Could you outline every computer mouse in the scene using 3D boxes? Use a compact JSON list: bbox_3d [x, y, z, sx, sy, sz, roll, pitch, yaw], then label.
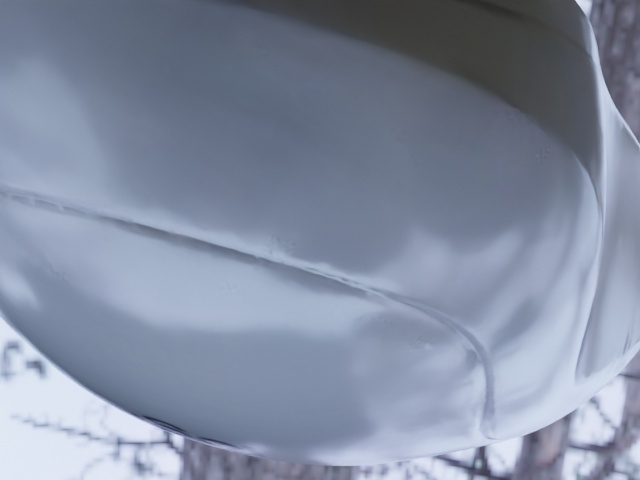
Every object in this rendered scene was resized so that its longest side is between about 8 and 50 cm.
[{"bbox_3d":[0.000,0.000,0.451,0.184,0.121,0.297,12,171,10],"label":"computer mouse"}]
